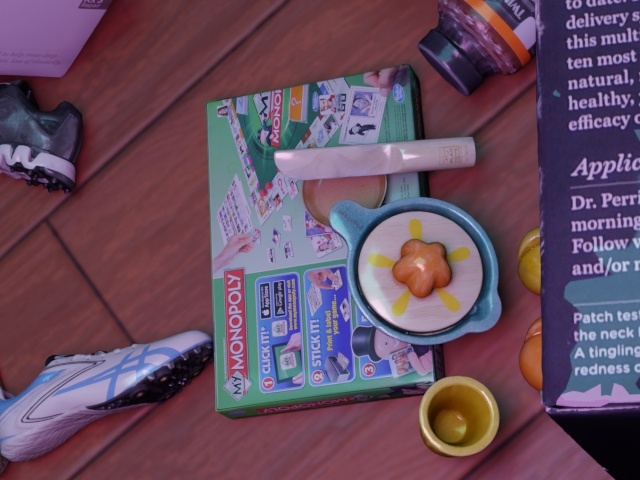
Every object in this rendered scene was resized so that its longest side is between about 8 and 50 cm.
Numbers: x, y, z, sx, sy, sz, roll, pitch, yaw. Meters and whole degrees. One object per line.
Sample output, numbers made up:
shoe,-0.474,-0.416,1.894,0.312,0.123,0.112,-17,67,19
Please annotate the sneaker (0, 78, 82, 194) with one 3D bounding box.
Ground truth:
sneaker,-0.347,-0.122,1.620,0.234,0.078,0.106,13,75,19

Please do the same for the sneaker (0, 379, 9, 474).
sneaker,-0.359,0.160,1.546,0.071,0.066,0.188,-30,59,26

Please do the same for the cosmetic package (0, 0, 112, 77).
cosmetic package,-0.390,-0.362,1.614,0.156,0.217,0.385,-46,58,38

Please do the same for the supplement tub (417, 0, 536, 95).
supplement tub,0.184,-0.228,1.451,0.198,0.106,0.106,-46,64,1

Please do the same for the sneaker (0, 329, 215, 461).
sneaker,-0.213,0.133,1.483,0.237,0.085,0.086,-24,71,9

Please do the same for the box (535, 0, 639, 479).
box,0.342,-0.061,1.134,0.297,0.480,0.472,-3,72,19

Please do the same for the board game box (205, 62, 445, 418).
board game box,0.000,0.000,1.473,0.213,0.046,0.317,-9,70,17

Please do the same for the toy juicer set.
toy juicer set,0.121,0.012,1.365,0.209,0.089,0.329,-25,76,-12

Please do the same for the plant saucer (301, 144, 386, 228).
plant saucer,0.024,-0.048,1.447,0.083,0.015,0.083,-6,71,17
